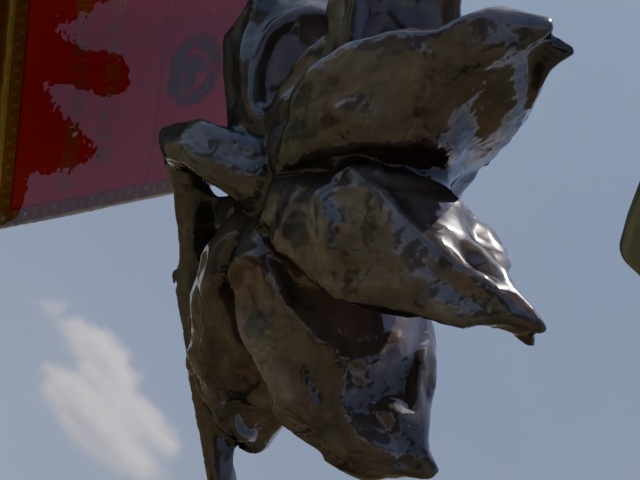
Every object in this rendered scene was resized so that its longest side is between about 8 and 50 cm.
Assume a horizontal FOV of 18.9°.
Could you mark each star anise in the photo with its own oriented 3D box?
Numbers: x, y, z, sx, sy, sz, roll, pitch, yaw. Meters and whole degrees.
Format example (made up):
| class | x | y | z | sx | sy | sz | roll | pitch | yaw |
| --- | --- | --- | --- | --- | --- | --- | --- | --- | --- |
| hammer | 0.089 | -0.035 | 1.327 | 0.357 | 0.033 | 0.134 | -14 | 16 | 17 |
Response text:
| class | x | y | z | sx | sy | sz | roll | pitch | yaw |
| --- | --- | --- | --- | --- | --- | --- | --- | --- | --- |
| star anise | 0.000 | 0.000 | 0.921 | 0.316 | 0.139 | 0.359 | -49 | -137 | 50 |

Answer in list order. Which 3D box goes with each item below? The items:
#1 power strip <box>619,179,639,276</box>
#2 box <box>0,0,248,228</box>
| class | x | y | z | sx | sy | sz | roll | pitch | yaw |
| --- | --- | --- | --- | --- | --- | --- | --- | --- | --- |
| power strip | 0.178 | 0.043 | 0.631 | 0.216 | 0.145 | 0.061 | 45 | -41 | 38 |
| box | -0.106 | -0.101 | 1.065 | 0.074 | 0.240 | 0.153 | 18 | -69 | 38 |
